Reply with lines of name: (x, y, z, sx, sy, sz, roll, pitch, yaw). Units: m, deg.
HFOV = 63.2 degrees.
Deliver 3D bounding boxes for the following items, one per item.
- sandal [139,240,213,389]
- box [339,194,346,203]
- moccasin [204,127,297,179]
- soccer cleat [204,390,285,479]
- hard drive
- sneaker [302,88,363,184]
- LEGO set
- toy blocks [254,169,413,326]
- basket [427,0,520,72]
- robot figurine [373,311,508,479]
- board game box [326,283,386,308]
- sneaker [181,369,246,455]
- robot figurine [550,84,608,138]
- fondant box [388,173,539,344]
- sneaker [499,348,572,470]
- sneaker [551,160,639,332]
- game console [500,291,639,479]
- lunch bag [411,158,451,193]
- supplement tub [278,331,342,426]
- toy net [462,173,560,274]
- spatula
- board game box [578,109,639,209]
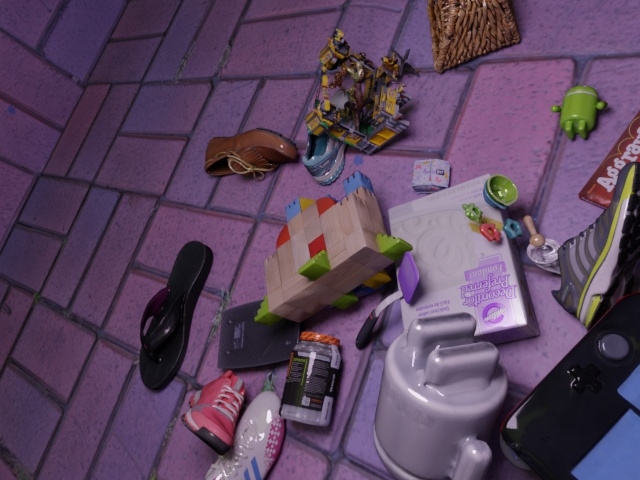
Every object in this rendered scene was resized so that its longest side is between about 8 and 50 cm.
sandal: (-0.450, 0.203, 1.518, 0.167, 0.107, 0.446, 2, 70, 36)
box: (0.082, -0.056, 1.319, 0.081, 0.028, 0.136, -35, 51, 19)
moccasin: (-0.220, -0.247, 1.552, 0.380, 0.139, 0.147, 5, 72, 37)
soccer cleat: (-0.179, 0.498, 1.160, 0.116, 0.143, 0.331, 8, 73, 38)
hard drive: (-0.148, 0.237, 1.322, 0.254, 0.054, 0.172, -16, 60, 29)
sneaker: (0.028, -0.300, 1.411, 0.110, 0.122, 0.283, 3, 70, 36)
LEGO set: (0.114, -0.392, 1.305, 0.192, 0.255, 0.331, -31, 36, 54)
toy blocks: (0.000, 0.000, 1.180, 0.381, 0.191, 0.261, -37, 46, 29)
basket: (0.339, -0.610, 1.280, 0.223, 0.213, 0.299, -13, 61, 29)
robot figurine: (0.198, 0.290, 0.900, 0.200, 0.353, 0.300, -4, 33, -11)
board game box: (0.057, 0.038, 1.249, 0.160, 0.047, 0.210, -26, 64, 31)
sneaker: (-0.233, 0.376, 1.206, 0.136, 0.116, 0.314, -48, 11, -8)
robot figurine: (0.533, -0.268, 1.073, 0.101, 0.067, 0.115, 4, 71, 39)
fondant box: (0.283, 0.054, 1.078, 0.238, 0.096, 0.330, -19, 59, 27)
sneaker: (0.417, 0.269, 0.869, 0.297, 0.129, 0.111, -35, 57, -5)
sneaker: (0.478, 0.008, 0.896, 0.121, 0.111, 0.300, 37, 121, 52)
game console: (0.512, 0.294, 0.727, 0.342, 0.060, 0.386, -41, 62, -10)
lunch bag: (0.261, -0.152, 1.222, 0.083, 0.053, 0.071, 1, 70, 26)
supplement tub: (-0.018, 0.306, 1.155, 0.117, 0.117, 0.190, 0, 69, 35)
toy net: (0.383, -0.017, 0.985, 0.232, 0.045, 0.122, 45, 57, 7)
spatula: (0.134, 0.140, 1.093, 0.084, 0.030, 0.296, -102, 31, -42)
board game box: (0.635, -0.168, 0.979, 0.145, 0.027, 0.281, 36, 92, 42)
